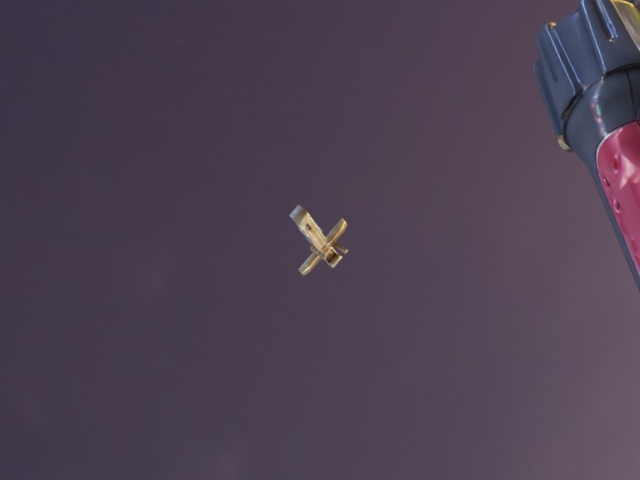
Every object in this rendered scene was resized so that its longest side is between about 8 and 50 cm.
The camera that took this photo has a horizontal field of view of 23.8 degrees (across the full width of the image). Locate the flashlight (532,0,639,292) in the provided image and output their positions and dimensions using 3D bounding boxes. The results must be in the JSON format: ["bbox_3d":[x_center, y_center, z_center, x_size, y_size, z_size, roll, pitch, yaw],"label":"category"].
[{"bbox_3d":[0.196,-0.001,0.825,0.103,0.103,0.304,12,-129,-41],"label":"flashlight"}]

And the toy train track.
[{"bbox_3d":[0.000,0.000,1.044,0.048,0.014,0.083,-50,-31,-7],"label":"toy train track"}]
